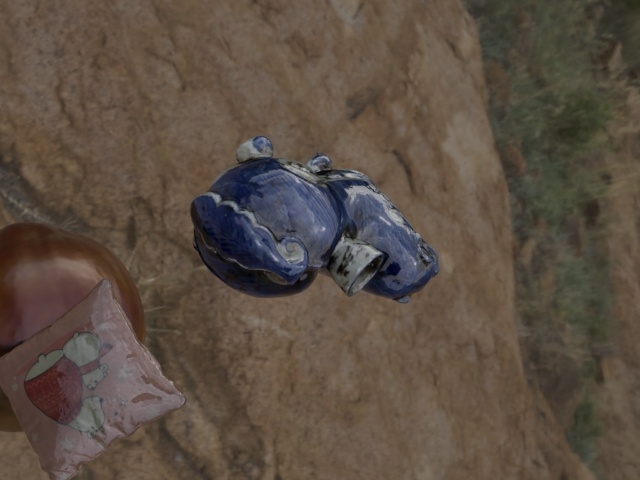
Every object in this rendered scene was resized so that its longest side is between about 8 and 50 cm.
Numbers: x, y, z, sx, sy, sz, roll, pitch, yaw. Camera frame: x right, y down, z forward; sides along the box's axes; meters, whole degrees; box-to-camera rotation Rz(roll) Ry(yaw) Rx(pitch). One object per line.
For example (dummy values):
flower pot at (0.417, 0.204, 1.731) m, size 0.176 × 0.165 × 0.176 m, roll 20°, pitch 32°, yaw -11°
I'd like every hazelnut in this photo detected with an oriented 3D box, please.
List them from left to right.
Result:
hazelnut at (-0.478, 0.144, 1.443) m, size 0.365 × 0.365 × 0.366 m, roll 17°, pitch 67°, yaw -44°

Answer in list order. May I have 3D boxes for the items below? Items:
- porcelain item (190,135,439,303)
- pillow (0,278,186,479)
porcelain item at (0.000, 0.000, 0.868) m, size 0.186 × 0.138 × 0.288 m, roll 38°, pitch 17°, yaw 22°
pillow at (-0.344, 0.204, 1.226) m, size 0.223 × 0.236 × 0.084 m, roll 57°, pitch -1°, yaw 11°
